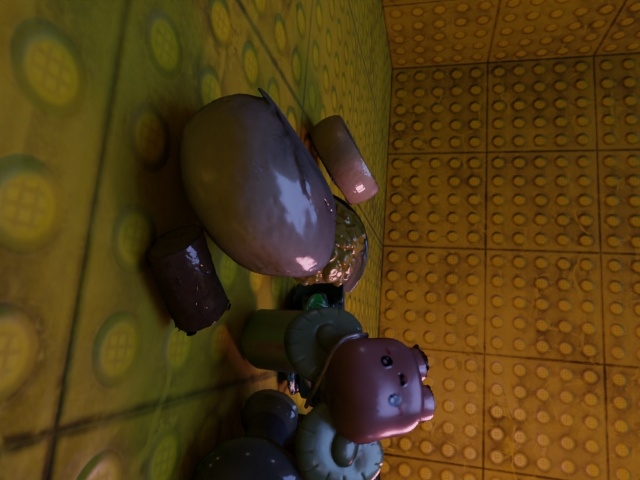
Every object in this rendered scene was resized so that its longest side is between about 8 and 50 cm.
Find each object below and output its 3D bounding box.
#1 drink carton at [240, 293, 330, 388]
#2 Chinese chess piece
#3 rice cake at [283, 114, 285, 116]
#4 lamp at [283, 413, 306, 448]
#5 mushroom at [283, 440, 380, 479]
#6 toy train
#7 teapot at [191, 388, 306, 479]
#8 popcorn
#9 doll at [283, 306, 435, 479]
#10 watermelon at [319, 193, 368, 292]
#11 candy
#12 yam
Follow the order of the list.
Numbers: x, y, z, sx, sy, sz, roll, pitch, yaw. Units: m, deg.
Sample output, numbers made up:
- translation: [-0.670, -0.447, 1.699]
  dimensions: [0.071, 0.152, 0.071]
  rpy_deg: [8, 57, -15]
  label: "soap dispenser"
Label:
- translation: [-0.059, 0.191, 0.853]
  dimensions: [0.144, 0.142, 0.146]
  rpy_deg: [61, 40, -32]
  label: "drink carton"
- translation: [0.066, -0.219, 1.236]
  dimensions: [0.249, 0.103, 0.250]
  rpy_deg: [58, 10, -16]
  label: "Chinese chess piece"
- translation: [-0.105, -0.134, 0.876]
  dimensions: [0.055, 0.049, 0.270]
  rpy_deg: [34, 59, -57]
  label: "rice cake"
- translation: [-0.028, 0.523, 1.183]
  dimensions: [0.325, 0.090, 0.089]
  rpy_deg: [68, 27, -60]
  label: "lamp"
- translation: [0.014, 0.531, 0.848]
  dimensions: [0.345, 0.260, 0.345]
  rpy_deg: [-57, -165, 25]
  label: "mushroom"
- translation: [-0.007, 0.251, 1.120]
  dimensions: [0.238, 0.167, 0.299]
  rpy_deg: [-77, 166, -71]
  label: "toy train"
- translation: [-0.101, 0.362, 0.742]
  dimensions: [0.251, 0.183, 0.183]
  rpy_deg: [-76, 165, -73]
  label: "teapot"
- translation: [-0.011, -0.005, 1.002]
  dimensions: [0.235, 0.217, 0.181]
  rpy_deg: [-75, -172, -61]
  label: "popcorn"
- translation: [0.057, 0.258, 0.763]
  dimensions: [0.216, 0.268, 0.284]
  rpy_deg: [-38, -128, 49]
  label: "doll"
- translation: [0.041, -0.011, 1.312]
  dimensions: [0.224, 0.180, 0.305]
  rpy_deg: [16, -66, 59]
  label: "watermelon"
- translation: [-0.087, -0.066, 0.627]
  dimensions: [0.295, 0.185, 0.295]
  rpy_deg: [62, 5, -11]
  label: "candy"
- translation: [-0.172, 0.050, 0.586]
  dimensions: [0.084, 0.084, 0.127]
  rpy_deg: [-69, 152, -52]
  label: "yam"
